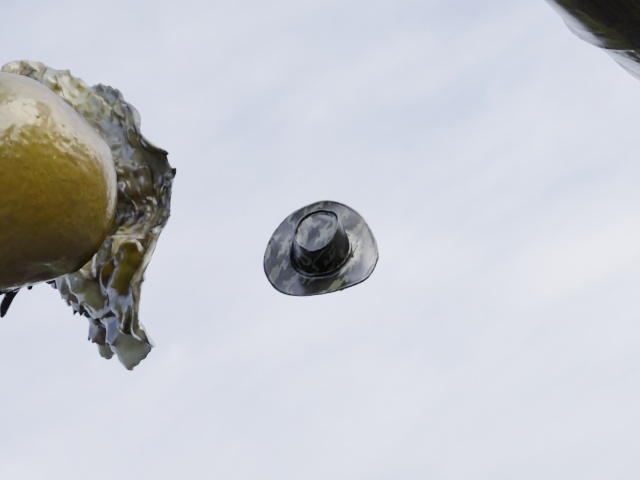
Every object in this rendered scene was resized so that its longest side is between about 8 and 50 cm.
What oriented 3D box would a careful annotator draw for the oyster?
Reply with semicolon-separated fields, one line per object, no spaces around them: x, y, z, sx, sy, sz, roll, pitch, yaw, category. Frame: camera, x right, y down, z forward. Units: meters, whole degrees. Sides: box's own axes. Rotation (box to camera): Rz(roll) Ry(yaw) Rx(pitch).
-0.235;-0.031;1.316;0.114;0.351;0.238;-14;-20;-35;oyster

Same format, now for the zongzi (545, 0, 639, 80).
0.206;-0.123;0.587;0.221;0.112;0.242;7;-2;35;zongzi

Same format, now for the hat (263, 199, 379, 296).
0.000;0.000;1.253;0.121;0.121;0.050;-24;-37;-15;hat

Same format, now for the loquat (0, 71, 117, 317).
-0.280;-0.044;1.149;0.213;0.213;0.213;-25;-22;-11;loquat
